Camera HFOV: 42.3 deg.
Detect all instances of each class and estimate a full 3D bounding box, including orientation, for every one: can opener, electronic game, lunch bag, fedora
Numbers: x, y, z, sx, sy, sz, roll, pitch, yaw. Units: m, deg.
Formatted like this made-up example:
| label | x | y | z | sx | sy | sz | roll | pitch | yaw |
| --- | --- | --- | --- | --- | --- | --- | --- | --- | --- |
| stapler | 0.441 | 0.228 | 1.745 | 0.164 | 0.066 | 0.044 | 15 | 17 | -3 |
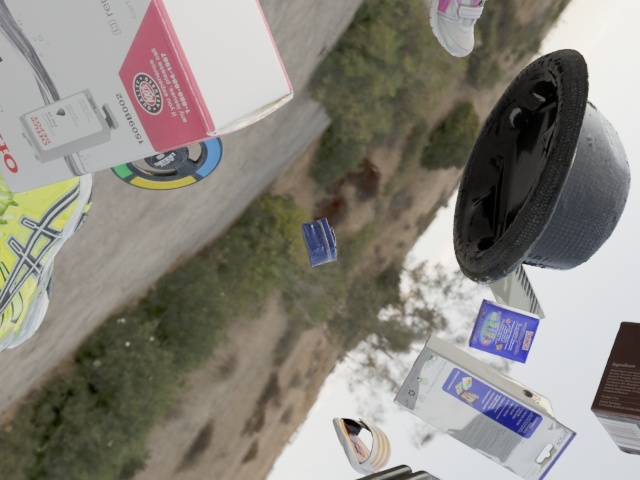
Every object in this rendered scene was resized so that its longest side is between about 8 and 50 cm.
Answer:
| label | x | y | z | sx | sy | sz | roll | pitch | yaw |
| --- | --- | --- | --- | --- | --- | --- | --- | --- | --- |
| can opener | 0.078 | 0.427 | 1.306 | 0.283 | 0.076 | 0.095 | 5 | 92 | -53 |
| electronic game | -0.307 | -0.173 | 1.644 | 0.229 | 0.229 | 0.048 | -52 | -138 | 46 |
| lunch bag | 0.000 | 0.000 | 1.772 | 0.065 | 0.098 | 0.067 | -13 | 152 | -6 |
| fedora | 0.310 | -0.080 | 1.112 | 0.334 | 0.152 | 0.334 | -158 | -90 | -77 |

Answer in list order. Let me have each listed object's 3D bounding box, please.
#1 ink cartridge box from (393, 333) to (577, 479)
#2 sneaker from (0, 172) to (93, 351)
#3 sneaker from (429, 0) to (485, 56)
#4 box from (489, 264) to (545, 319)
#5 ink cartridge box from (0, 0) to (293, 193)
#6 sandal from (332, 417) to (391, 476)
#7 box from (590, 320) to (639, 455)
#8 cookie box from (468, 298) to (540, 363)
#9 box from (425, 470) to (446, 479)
| label | x | y | z | sx | sy | sz | roll | pitch | yaw |
| --- | --- | --- | --- | --- | --- | --- | --- | --- | --- |
| ink cartridge box | 0.326 | 0.337 | 1.649 | 0.065 | 0.333 | 0.165 | -44 | 162 | -59 |
| sneaker | -0.377 | -0.003 | 0.972 | 0.147 | 0.145 | 0.384 | -52 | 163 | -63 |
| sneaker | 0.289 | -0.497 | 1.666 | 0.111 | 0.252 | 0.103 | 13 | -151 | 43 |
| box | 0.437 | 0.067 | 1.968 | 0.094 | 0.275 | 0.113 | -24 | -163 | 14 |
| ink cartridge box | -0.190 | -0.168 | 0.700 | 0.283 | 0.207 | 0.117 | -9 | -160 | 39 |
| sandal | 0.092 | 0.381 | 1.534 | 0.076 | 0.102 | 0.265 | -27 | 148 | 3 |
| box | 0.639 | 0.285 | 1.548 | 0.167 | 0.168 | 0.203 | 1 | -127 | 46 |
| cookie box | 0.338 | 0.167 | 1.524 | 0.040 | 0.107 | 0.092 | -47 | 154 | -76 |
| box | 0.256 | 0.588 | 1.780 | 0.072 | 0.126 | 0.137 | 33 | 79 | -49 |
